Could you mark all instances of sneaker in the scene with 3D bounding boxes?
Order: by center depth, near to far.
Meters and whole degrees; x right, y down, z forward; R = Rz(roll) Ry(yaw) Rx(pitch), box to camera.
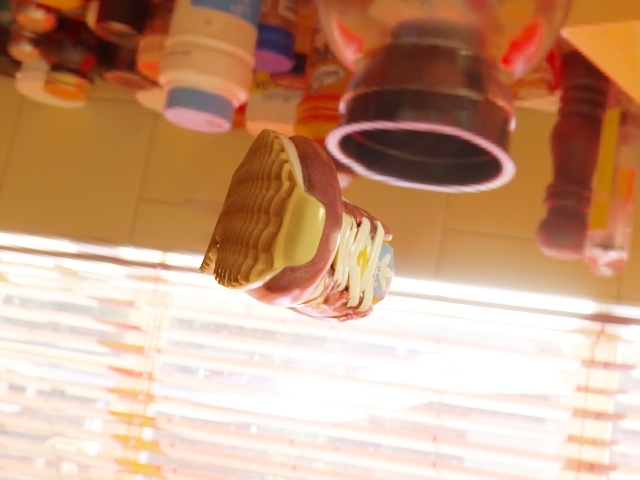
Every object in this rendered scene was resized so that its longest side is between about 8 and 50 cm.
[{"bbox_3d":[0.000,0.000,0.417,0.084,0.070,0.185,19,178,-10],"label":"sneaker"}]
